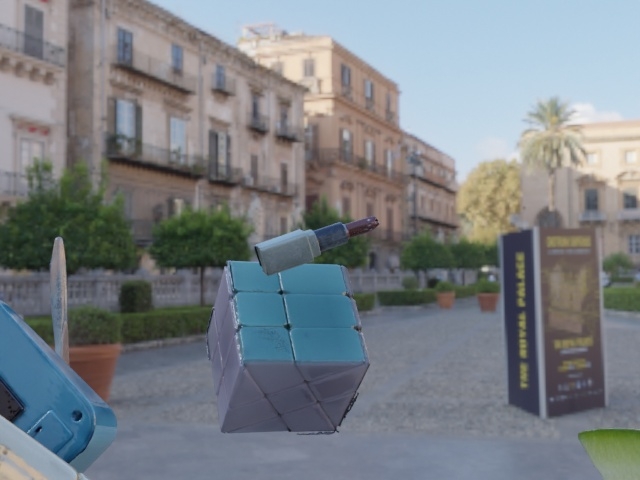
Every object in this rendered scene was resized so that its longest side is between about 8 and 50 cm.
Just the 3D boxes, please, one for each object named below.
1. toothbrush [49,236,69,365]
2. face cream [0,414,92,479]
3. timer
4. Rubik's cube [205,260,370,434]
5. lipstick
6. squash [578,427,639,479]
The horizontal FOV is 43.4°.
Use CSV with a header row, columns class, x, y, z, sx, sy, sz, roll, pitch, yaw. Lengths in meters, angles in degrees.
class,x,y,z,sx,sy,sz,roll,pitch,yaw
toothbrush,-0.411,0.180,1.277,0.037,0.375,0.028,-7,-7,16
face cream,-0.305,0.209,0.629,0.348,0.174,0.081,43,-28,-22
timer,-0.403,0.215,0.959,0.232,0.250,0.091,-44,-11,-6
Rubik's cube,-0.065,0.191,1.422,0.231,0.225,0.221,3,-44,-17
lipstick,0.000,0.000,0.672,0.107,0.025,0.025,-19,14,-11
squash,0.358,0.288,0.766,0.111,0.203,0.289,10,-15,-10
